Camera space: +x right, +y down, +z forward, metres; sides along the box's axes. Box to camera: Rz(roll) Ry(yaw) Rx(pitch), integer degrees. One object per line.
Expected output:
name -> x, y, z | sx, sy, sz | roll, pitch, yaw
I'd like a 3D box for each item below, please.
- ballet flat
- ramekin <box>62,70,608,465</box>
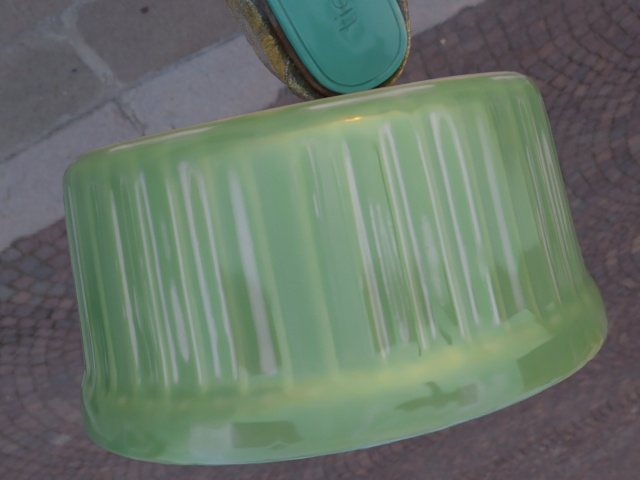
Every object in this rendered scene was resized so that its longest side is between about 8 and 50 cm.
ballet flat -> -0.053, -0.237, 0.479 | 0.123, 0.123, 0.348 | -27, 112, 0
ramekin -> 0.000, 0.000, 0.486 | 0.303, 0.148, 0.303 | -11, -174, 1
